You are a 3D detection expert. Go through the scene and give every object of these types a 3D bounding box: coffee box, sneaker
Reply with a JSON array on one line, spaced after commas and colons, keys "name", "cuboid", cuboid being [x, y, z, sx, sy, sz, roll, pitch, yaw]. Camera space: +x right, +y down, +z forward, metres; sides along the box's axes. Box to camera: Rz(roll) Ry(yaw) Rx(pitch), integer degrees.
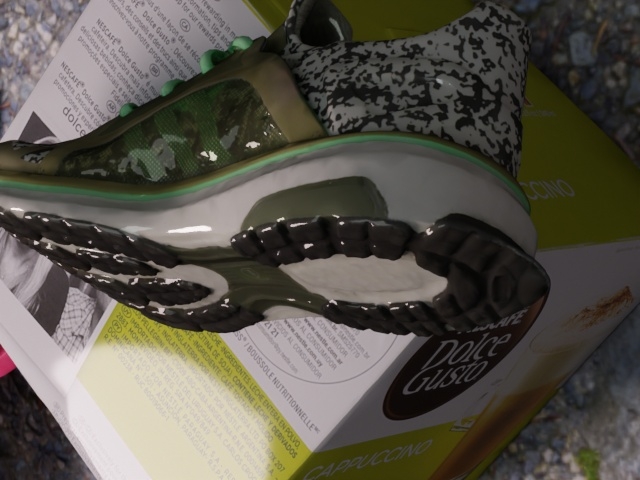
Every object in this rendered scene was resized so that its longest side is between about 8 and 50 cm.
[{"name": "coffee box", "cuboid": [0.000, 0.000, 1.079, 0.338, 0.338, 0.334, 50, 119, 23]}, {"name": "sneaker", "cuboid": [-0.039, -0.053, 0.846, 0.410, 0.158, 0.182, 2, 62, 36]}]

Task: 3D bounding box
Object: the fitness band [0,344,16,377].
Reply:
[{"name": "fitness band", "cuboid": [-0.380, 0.057, 1.474, 0.291, 0.054, 0.209, -14, 55, 21]}]
